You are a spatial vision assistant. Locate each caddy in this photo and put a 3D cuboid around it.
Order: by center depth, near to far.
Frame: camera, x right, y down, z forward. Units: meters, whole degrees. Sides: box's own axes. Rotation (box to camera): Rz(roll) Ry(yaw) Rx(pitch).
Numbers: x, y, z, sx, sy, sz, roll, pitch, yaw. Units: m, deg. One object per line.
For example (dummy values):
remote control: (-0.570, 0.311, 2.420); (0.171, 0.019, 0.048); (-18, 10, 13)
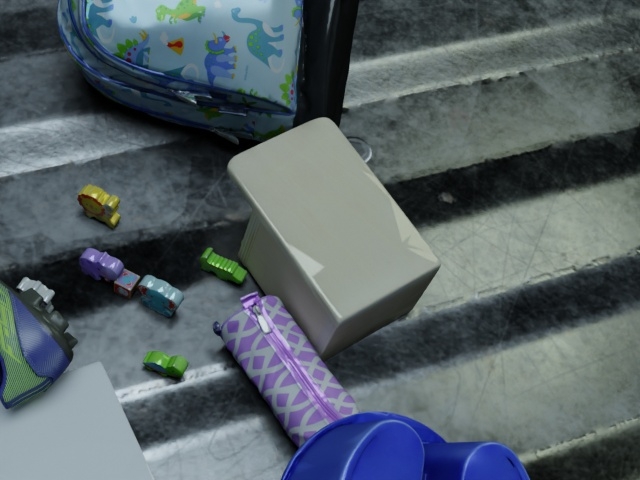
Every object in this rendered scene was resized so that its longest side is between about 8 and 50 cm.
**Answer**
caddy: (0.072, 0.330, 1.082); (0.241, 0.179, 0.341); (16, 67, -20)

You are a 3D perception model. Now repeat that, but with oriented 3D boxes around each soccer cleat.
soccer cleat: (-0.387, 0.069, 1.193); (0.289, 0.093, 0.121); (33, 66, 24)

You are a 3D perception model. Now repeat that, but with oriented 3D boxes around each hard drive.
hard drive: (-0.334, 0.262, 1.115); (0.318, 0.040, 0.210); (-18, 58, -23)

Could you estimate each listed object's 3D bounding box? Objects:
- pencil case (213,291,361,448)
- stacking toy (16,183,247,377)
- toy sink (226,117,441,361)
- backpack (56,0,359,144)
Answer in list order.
pencil case: (-0.028, 0.150, 1.238); (0.086, 0.088, 0.206); (-28, 67, -28)
stacking toy: (-0.216, 0.045, 1.289); (0.221, 0.052, 0.167); (25, 55, 4)
toy sink: (0.000, 0.000, 1.320); (0.152, 0.131, 0.234); (-28, 71, -27)
backpack: (-0.147, -0.275, 1.410); (0.355, 0.273, 0.290); (10, 88, 10)
